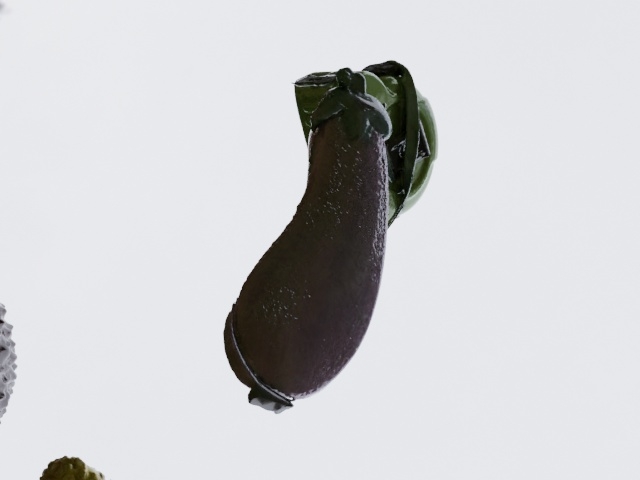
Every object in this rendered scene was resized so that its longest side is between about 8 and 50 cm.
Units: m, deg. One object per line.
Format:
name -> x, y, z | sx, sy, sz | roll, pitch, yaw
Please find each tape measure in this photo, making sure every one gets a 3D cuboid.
tape measure -> 0.062, -0.107, 1.364 | 0.106, 0.175, 0.200 | 4, -65, 42

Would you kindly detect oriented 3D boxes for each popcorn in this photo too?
popcorn -> -0.263, 0.275, 1.291 | 0.084, 0.084, 0.084 | -7, -110, 20

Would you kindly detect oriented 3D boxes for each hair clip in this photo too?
hair clip -> 0.002, 0.001, 1.111 | 0.096, 0.110, 0.358 | -5, -130, 21

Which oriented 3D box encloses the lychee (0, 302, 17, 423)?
lychee -> -0.463, 0.134, 1.309 | 0.276, 0.304, 0.275 | -1, -130, 1
